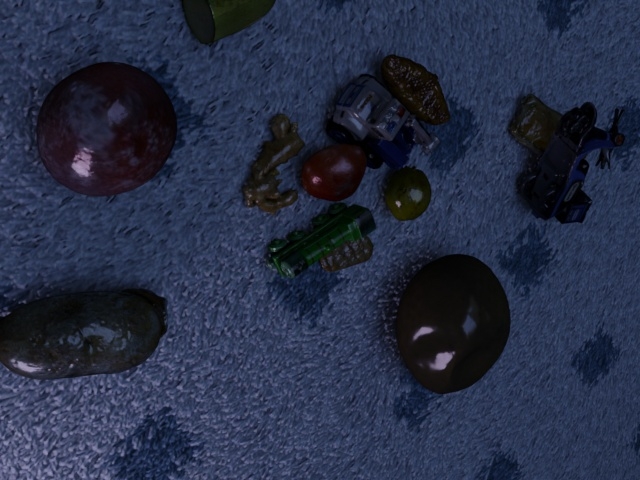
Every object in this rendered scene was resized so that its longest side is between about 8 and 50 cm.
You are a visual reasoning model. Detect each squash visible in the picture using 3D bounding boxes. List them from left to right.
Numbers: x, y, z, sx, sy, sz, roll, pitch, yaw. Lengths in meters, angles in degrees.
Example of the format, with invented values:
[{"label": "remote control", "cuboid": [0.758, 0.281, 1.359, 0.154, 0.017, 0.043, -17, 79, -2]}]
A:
[{"label": "squash", "cuboid": [-0.161, -0.459, 1.281, 0.186, 0.123, 0.123, -34, 117, -24]}]

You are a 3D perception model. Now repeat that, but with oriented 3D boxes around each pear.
[{"label": "pear", "cuboid": [0.207, -0.111, 1.592, 0.107, 0.107, 0.132, 2, 109, -31]}]

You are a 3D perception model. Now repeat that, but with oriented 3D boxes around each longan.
[{"label": "longan", "cuboid": [0.314, 0.202, 1.647, 0.288, 0.288, 0.350, -5, 116, -29]}]

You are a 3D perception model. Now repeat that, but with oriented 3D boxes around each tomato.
[{"label": "tomato", "cuboid": [0.035, -0.135, 1.465, 0.155, 0.069, 0.156, -17, 145, -13]}]

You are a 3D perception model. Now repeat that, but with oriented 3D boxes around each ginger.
[{"label": "ginger", "cuboid": [-0.096, -0.150, 1.433, 0.176, 0.052, 0.193, -37, 119, -24]}]

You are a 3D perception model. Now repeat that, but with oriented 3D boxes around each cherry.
[{"label": "cherry", "cuboid": [-0.367, -0.188, 1.168, 0.212, 0.285, 0.236, 32, 68, 3]}]

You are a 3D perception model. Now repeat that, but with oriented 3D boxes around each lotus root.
[{"label": "lotus root", "cuboid": [-0.447, 0.175, 1.243, 0.349, 0.175, 0.175, -5, 105, -26]}]

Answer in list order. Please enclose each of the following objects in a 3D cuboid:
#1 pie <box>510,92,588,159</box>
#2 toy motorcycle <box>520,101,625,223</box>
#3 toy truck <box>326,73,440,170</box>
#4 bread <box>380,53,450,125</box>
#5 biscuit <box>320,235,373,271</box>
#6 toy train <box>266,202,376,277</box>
[{"label": "pie", "cuboid": [0.614, -0.283, 1.809, 0.282, 0.068, 0.129, 25, 95, -30]}, {"label": "toy motorcycle", "cuboid": [0.659, -0.200, 1.761, 0.212, 0.125, 0.359, -7, 134, -21]}, {"label": "toy truck", "cuboid": [0.137, -0.250, 1.472, 0.213, 0.177, 0.161, 37, 84, -33]}, {"label": "bread", "cuboid": [0.212, -0.349, 1.549, 0.233, 0.076, 0.105, 36, 89, -35]}, {"label": "biscuit", "cuboid": [0.063, 0.030, 1.593, 0.147, 0.018, 0.071, -16, 109, -27]}, {"label": "toy train", "cuboid": [0.000, 0.000, 1.491, 0.251, 0.119, 0.085, -34, 118, -20]}]
